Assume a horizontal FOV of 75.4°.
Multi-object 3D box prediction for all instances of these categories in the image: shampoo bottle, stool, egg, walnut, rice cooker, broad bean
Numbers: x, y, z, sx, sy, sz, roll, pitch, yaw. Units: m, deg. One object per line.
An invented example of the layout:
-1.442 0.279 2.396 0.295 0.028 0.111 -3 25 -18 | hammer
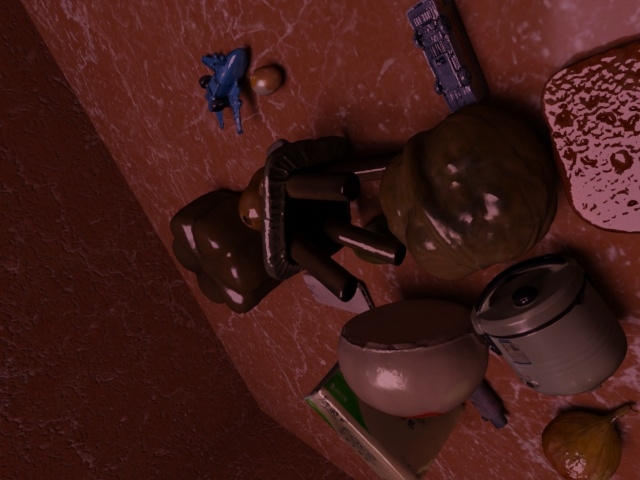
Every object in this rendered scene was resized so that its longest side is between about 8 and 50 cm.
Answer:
0.465 0.454 1.207 0.214 0.072 0.072 52 148 -4 | shampoo bottle
0.045 -0.060 0.928 0.226 0.310 0.311 17 119 34 | stool
-0.134 -0.403 1.042 0.083 0.071 0.071 0 124 46 | egg
0.251 -0.078 0.731 0.282 0.253 0.277 115 136 -67 | walnut
0.430 0.155 0.805 0.244 0.226 0.226 50 148 -8 | rice cooker
0.154 0.009 1.109 0.124 0.082 0.174 58 149 -9 | broad bean

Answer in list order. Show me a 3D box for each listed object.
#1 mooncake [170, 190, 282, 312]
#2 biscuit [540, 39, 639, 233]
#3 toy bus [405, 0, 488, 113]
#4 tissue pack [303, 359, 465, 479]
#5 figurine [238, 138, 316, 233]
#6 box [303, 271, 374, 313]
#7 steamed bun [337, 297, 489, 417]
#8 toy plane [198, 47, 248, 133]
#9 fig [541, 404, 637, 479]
-0.356 0.043 1.602 0.466 0.262 0.467 30 141 28 | mooncake
0.466 -0.146 0.568 0.262 0.052 0.277 -18 94 48 | biscuit
0.218 -0.315 0.700 0.064 0.075 0.191 -5 120 54 | toy bus
0.208 0.533 1.354 0.405 0.331 0.205 44 149 7 | tissue pack
-0.091 -0.131 1.073 0.167 0.285 0.343 27 140 35 | figurine
0.057 0.185 1.448 0.285 0.044 0.142 6 130 47 | box
0.230 0.300 1.042 0.374 0.374 0.242 0 104 50 | steamed bun
-0.269 -0.434 1.153 0.254 0.105 0.271 63 153 6 | toy plane
0.637 0.457 0.962 0.159 0.159 0.257 36 128 21 | fig
